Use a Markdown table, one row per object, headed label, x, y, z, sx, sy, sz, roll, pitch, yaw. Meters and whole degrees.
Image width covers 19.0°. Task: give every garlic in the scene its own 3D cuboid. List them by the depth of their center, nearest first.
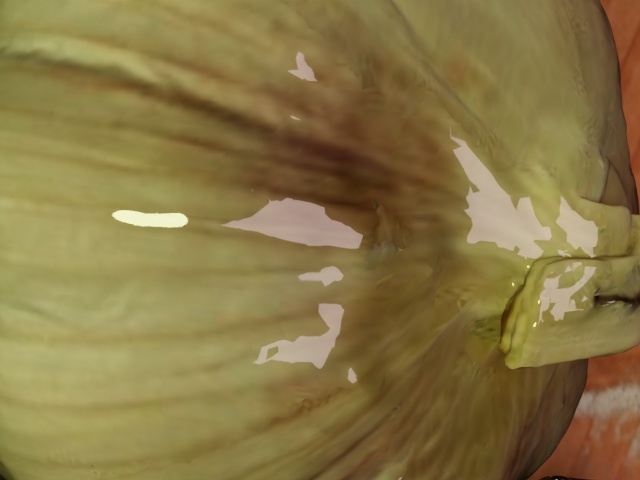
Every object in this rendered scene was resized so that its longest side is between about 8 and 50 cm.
| label | x | y | z | sx | sy | sz | roll | pitch | yaw |
| --- | --- | --- | --- | --- | --- | --- | --- | --- | --- |
| garlic | -0.012 | 0.000 | 0.743 | 0.322 | 0.241 | 0.322 | 0 | 90 | -20 |

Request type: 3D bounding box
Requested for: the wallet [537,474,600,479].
| label | x | y | z | sx | sy | sz | roll | pitch | yaw |
| --- | --- | --- | --- | --- | --- | --- | --- | --- | --- |
| wallet | 0.098 | 0.164 | 0.871 | 0.137 | 0.031 | 0.255 | -52 | 160 | 5 |
